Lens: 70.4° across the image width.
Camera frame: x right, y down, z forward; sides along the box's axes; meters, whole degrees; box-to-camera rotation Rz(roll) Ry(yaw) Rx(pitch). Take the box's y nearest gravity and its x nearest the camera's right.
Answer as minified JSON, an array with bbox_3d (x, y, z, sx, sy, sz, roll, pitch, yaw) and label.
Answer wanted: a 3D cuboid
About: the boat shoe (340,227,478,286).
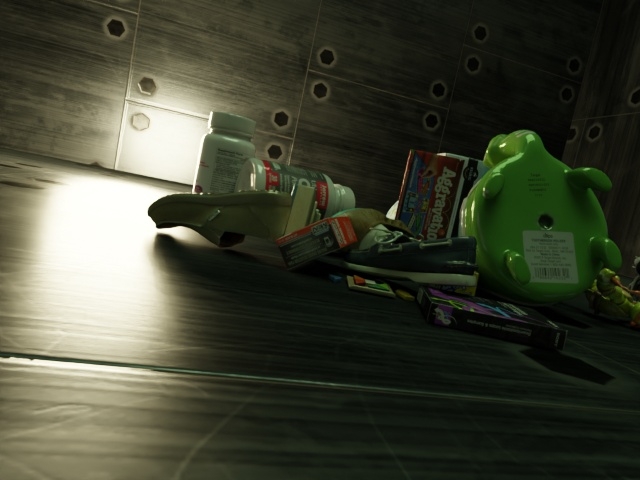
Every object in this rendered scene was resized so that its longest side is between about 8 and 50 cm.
[{"bbox_3d":[0.129,0.024,0.711,0.095,0.079,0.254,10,-5,-33],"label":"boat shoe"}]

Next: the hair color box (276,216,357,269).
[{"bbox_3d":[0.000,0.000,0.755,0.093,0.053,0.167,-23,-1,13],"label":"hair color box"}]

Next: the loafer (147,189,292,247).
[{"bbox_3d":[-0.175,-0.033,0.762,0.268,0.092,0.102,-3,-1,22],"label":"loafer"}]

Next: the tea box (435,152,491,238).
[{"bbox_3d":[0.506,-0.108,1.591,0.323,0.329,0.220,10,6,-10],"label":"tea box"}]

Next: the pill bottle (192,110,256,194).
[{"bbox_3d":[-0.281,-0.222,1.339,0.160,0.283,0.160,12,6,-1],"label":"pill bottle"}]

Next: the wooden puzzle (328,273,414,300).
[{"bbox_3d":[0.074,0.065,0.668,0.116,0.014,0.078,10,6,-9],"label":"wooden puzzle"}]

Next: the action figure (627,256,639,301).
[{"bbox_3d":[0.722,0.101,0.874,0.099,0.185,0.285,1,25,-15],"label":"action figure"}]

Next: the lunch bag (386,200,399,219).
[{"bbox_3d":[0.279,-0.066,1.601,0.096,0.151,0.129,10,6,-9],"label":"lunch bag"}]

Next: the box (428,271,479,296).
[{"bbox_3d":[0.222,0.063,0.783,0.059,0.054,0.169,13,6,6],"label":"box"}]

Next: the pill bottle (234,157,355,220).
[{"bbox_3d":[-0.068,-0.117,1.285,0.318,0.176,0.176,8,7,-29],"label":"pill bottle"}]

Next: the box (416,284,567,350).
[{"bbox_3d":[0.213,0.096,0.589,0.162,0.029,0.116,13,6,4],"label":"box"}]

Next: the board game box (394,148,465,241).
[{"bbox_3d":[0.280,-0.090,1.214,0.145,0.282,0.027,12,7,3],"label":"board game box"}]

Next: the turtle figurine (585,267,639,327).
[{"bbox_3d":[0.548,0.102,0.874,0.269,0.087,0.217,23,16,-37],"label":"turtle figurine"}]

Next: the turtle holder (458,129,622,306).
[{"bbox_3d":[0.350,-0.036,0.831,0.243,0.320,0.227,-27,-12,-10],"label":"turtle holder"}]

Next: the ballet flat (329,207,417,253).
[{"bbox_3d":[0.140,0.003,1.039,0.124,0.116,0.342,38,15,29],"label":"ballet flat"}]

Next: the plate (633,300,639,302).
[{"bbox_3d":[0.759,0.164,1.027,0.188,0.024,0.188,11,7,-1],"label":"plate"}]

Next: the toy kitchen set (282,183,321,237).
[{"bbox_3d":[-0.097,-0.039,0.990,0.166,0.122,0.207,12,-14,7],"label":"toy kitchen set"}]
